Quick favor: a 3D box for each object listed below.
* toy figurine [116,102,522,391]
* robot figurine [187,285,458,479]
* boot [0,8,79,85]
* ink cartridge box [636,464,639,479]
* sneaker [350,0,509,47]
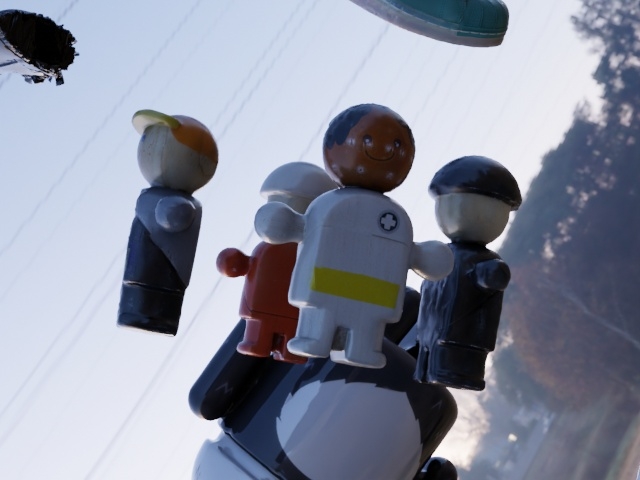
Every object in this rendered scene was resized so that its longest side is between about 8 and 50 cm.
[{"bbox_3d":[0.000,0.000,0.540,0.210,0.213,0.148,23,-106,-53],"label":"toy figurine"},{"bbox_3d":[0.011,0.167,0.787,0.278,0.209,0.173,-51,-24,-11],"label":"robot figurine"},{"bbox_3d":[-0.233,-0.141,0.598,0.121,0.099,0.045,24,-101,-49],"label":"boot"},{"bbox_3d":[0.276,0.020,0.370,0.122,0.211,0.289,13,-89,-30],"label":"ink cartridge box"},{"bbox_3d":[0.067,-0.302,0.898,0.121,0.302,0.108,-64,-4,31],"label":"sneaker"}]
